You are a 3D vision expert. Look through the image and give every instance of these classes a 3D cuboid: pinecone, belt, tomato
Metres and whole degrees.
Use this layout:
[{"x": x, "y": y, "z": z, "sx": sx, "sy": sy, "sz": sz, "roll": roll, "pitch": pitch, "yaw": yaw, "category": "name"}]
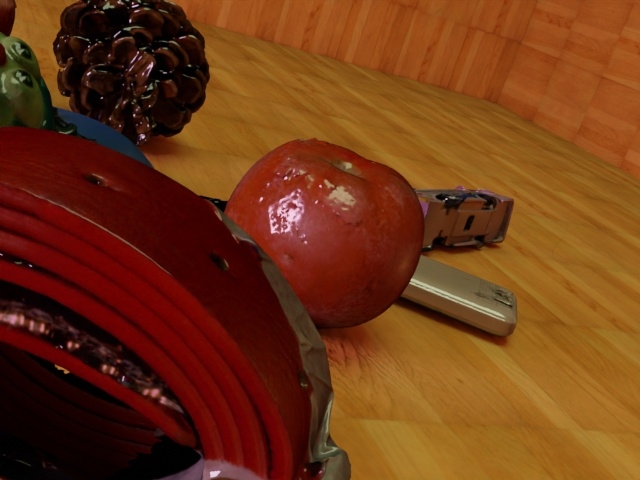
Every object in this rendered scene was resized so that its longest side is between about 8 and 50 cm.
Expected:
[{"x": -0.284, "y": -0.265, "z": 1.263, "sx": 0.243, "sy": 0.243, "sz": 0.257, "roll": 17, "pitch": 9, "yaw": -5, "category": "pinecone"}, {"x": -0.137, "y": 0.074, "z": 0.482, "sx": 0.324, "sy": 0.227, "sz": 0.115, "roll": 32, "pitch": 22, "yaw": -1, "category": "belt"}, {"x": 0.000, "y": 0.000, "z": 0.875, "sx": 0.208, "sy": 0.184, "sz": 0.208, "roll": 16, "pitch": 25, "yaw": -8, "category": "tomato"}]

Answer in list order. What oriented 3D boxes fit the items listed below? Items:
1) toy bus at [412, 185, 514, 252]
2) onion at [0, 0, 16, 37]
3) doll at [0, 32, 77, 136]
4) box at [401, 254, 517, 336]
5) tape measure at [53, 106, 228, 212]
[{"x": 0.200, "y": -0.041, "z": 1.333, "sx": 0.112, "sy": 0.090, "sz": 0.274, "roll": 22, "pitch": 16, "yaw": 36, "category": "toy bus"}, {"x": -0.566, "y": -0.321, "z": 1.163, "sx": 0.276, "sy": 0.276, "sz": 0.276, "roll": 17, "pitch": 19, "yaw": -6, "category": "onion"}, {"x": -0.381, "y": -0.113, "z": 0.741, "sx": 0.322, "sy": 0.186, "sz": 0.198, "roll": 7, "pitch": 50, "yaw": -21, "category": "doll"}, {"x": 0.117, "y": 0.044, "z": 1.089, "sx": 0.285, "sy": 0.044, "sz": 0.142, "roll": 21, "pitch": 17, "yaw": 8, "category": "box"}, {"x": -0.268, "y": -0.092, "z": 1.023, "sx": 0.215, "sy": 0.098, "sz": 0.351, "roll": 33, "pitch": 21, "yaw": 32, "category": "tape measure"}]
